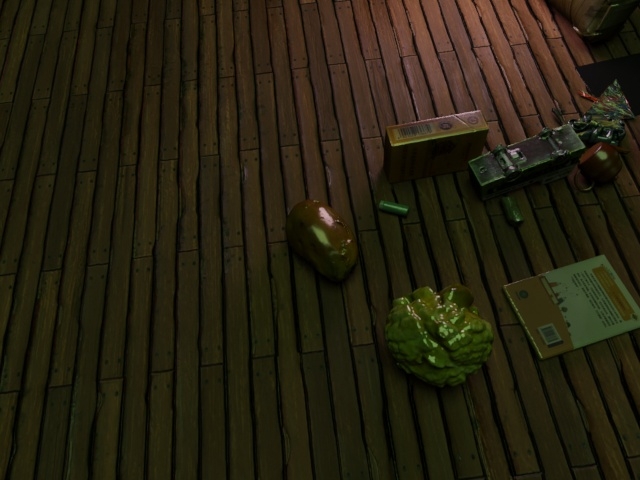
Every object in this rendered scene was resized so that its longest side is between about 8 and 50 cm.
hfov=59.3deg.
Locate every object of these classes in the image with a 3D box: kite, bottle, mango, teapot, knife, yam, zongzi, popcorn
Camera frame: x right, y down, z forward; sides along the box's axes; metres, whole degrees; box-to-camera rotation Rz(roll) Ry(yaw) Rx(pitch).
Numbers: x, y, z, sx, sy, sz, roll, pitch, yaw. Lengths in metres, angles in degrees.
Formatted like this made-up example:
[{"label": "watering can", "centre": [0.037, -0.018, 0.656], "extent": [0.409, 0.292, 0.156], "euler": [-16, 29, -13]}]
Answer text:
[{"label": "kite", "centre": [0.886, -0.422, 1.749], "extent": [0.189, 0.009, 0.232], "euler": [36, 67, 21]}, {"label": "bottle", "centre": [0.207, -0.091, 1.580], "extent": [0.083, 0.030, 0.030], "euler": [15, 61, 12]}, {"label": "mango", "centre": [0.000, 0.000, 1.484], "extent": [0.156, 0.151, 0.249], "euler": [-41, 68, 15]}, {"label": "teapot", "centre": [0.792, -0.206, 1.584], "extent": [0.173, 0.116, 0.116], "euler": [-46, 64, 8]}, {"label": "knife", "centre": [0.747, -0.316, 1.691], "extent": [0.045, 0.021, 0.222], "euler": [-12, 61, -22]}, {"label": "yam", "centre": [0.529, -0.084, 1.553], "extent": [0.043, 0.043, 0.094], "euler": [-8, 61, -2]}, {"label": "zongzi", "centre": [0.902, -0.972, 1.826], "extent": [0.218, 0.467, 0.500], "euler": [-9, 55, -27]}, {"label": "popcorn", "centre": [0.265, 0.206, 1.309], "extent": [0.236, 0.206, 0.252], "euler": [-30, 43, 4]}]

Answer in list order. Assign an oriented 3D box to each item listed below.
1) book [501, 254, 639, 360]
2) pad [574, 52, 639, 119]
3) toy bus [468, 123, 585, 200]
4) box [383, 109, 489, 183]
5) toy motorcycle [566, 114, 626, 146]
[{"label": "book", "centre": [0.636, 0.163, 1.414], "extent": [0.295, 0.020, 0.208], "euler": [-16, 60, -7]}, {"label": "pad", "centre": [1.039, -0.508, 1.801], "extent": [0.367, 0.007, 0.248], "euler": [-14, 60, -5]}, {"label": "toy bus", "centre": [0.570, -0.212, 1.578], "extent": [0.301, 0.139, 0.113], "euler": [-19, 60, 1]}, {"label": "box", "centre": [0.320, -0.261, 1.593], "extent": [0.273, 0.174, 0.076], "euler": [-11, 60, -2]}, {"label": "toy motorcycle", "centre": [0.829, -0.318, 1.664], "extent": [0.193, 0.061, 0.124], "euler": [-4, 53, -11]}]
